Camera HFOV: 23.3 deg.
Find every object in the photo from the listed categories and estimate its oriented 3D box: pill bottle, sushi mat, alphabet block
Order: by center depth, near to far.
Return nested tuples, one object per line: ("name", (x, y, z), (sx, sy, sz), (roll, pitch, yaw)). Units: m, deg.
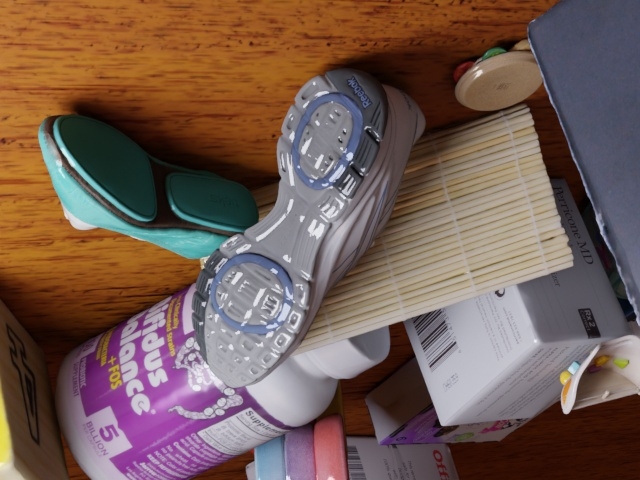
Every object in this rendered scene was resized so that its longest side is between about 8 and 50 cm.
("sushi mat", (0.051, -0.002, 1.351), (0.317, 0.151, 0.019), (-18, 180, 2))
("alphabet block", (-0.349, 0.169, 1.399), (0.192, 0.193, 0.197), (-19, 154, 1))
("pill bottle", (-0.091, 0.118, 1.475), (0.302, 0.169, 0.169), (-28, 152, 22))

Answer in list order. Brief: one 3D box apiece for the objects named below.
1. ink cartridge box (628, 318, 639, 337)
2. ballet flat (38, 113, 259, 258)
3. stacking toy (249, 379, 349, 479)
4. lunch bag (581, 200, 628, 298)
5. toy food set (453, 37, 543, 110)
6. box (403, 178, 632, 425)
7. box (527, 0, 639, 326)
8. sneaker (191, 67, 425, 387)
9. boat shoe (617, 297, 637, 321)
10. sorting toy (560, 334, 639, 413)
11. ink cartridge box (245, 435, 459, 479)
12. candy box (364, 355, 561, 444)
("ink cartridge box", (0.416, 0.101, 1.829), (0.218, 0.092, 0.158), (-6, 152, -17))
("ballet flat", (-0.153, -0.031, 1.244), (0.087, 0.083, 0.247), (-27, 153, 29))
("stacking toy", (-0.030, 0.285, 1.650), (0.130, 0.279, 0.309), (-5, -168, 1))
("lunch bag", (0.401, -0.050, 1.501), (0.224, 0.107, 0.279), (-4, 152, -23))
("toy food set", (0.148, -0.135, 1.283), (0.083, 0.020, 0.083), (-11, 154, -10))
("box", (0.177, 0.060, 1.502), (0.119, 0.181, 0.182), (-3, 150, -32))
("box", (0.489, -0.104, 1.029), (0.480, 0.297, 0.472), (-34, 153, 33))
("sneaker", (0.000, 0.000, 1.276), (0.129, 0.111, 0.297), (-1, 128, -56))
("boat shoe", (0.328, 0.061, 1.684), (0.258, 0.109, 0.089), (-15, 158, 2))
("sorting toy", (0.261, 0.114, 1.415), (0.083, 0.045, 0.075), (-11, 145, -20))
("ink cartridge box", (0.060, 0.364, 2.016), (0.273, 0.198, 0.115), (8, 145, -40))
("candy box", (0.183, 0.182, 1.874), (0.196, 0.070, 0.165), (4, 147, -35))
